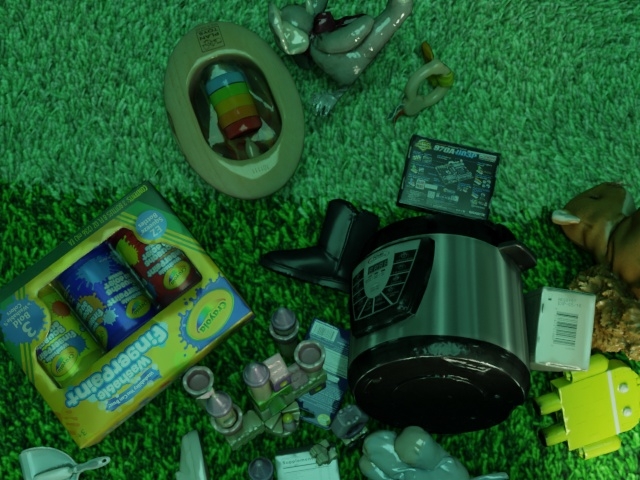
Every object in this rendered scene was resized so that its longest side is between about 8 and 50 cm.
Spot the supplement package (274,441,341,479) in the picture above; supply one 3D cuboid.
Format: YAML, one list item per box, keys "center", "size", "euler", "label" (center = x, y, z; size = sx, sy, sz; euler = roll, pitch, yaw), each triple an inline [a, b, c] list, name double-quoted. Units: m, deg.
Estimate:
- center: [-0.015, 0.574, 1.719]
  size: [0.139, 0.134, 0.243]
  euler: [-8, 80, -2]
  label: "supplement package"

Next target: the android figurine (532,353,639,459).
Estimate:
- center: [0.613, 0.367, 1.765]
  size: [0.273, 0.056, 0.248]
  euler: [-15, 108, -6]
  label: "android figurine"

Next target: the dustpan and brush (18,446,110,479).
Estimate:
- center: [-0.565, 0.515, 1.761]
  size: [0.211, 0.060, 0.147]
  euler: [-16, 81, -3]
  label: "dustpan and brush"

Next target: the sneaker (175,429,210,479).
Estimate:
- center: [-0.321, 0.572, 1.731]
  size: [0.169, 0.108, 0.292]
  euler: [-7, 82, -5]
  label: "sneaker"

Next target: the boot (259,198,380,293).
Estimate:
- center: [0.000, 0.000, 1.837]
  size: [0.247, 0.094, 0.207]
  euler: [16, 84, -5]
  label: "boot"

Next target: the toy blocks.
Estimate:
- center: [-0.096, 0.309, 1.615]
  size: [0.289, 0.260, 0.309]
  euler: [-31, 59, -17]
  label: "toy blocks"

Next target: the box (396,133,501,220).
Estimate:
- center: [0.306, -0.144, 1.889]
  size: [0.220, 0.051, 0.175]
  euler: [12, 80, 2]
  label: "box"

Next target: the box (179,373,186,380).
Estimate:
- center: [-0.413, 0.158, 1.817]
  size: [0.308, 0.076, 0.242]
  euler: [19, 80, 2]
  label: "box"

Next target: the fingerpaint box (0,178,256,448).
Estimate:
- center: [-0.424, 0.154, 1.694]
  size: [0.445, 0.163, 0.371]
  euler: [-38, 83, -7]
  label: "fingerpaint box"

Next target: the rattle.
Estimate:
- center: [0.213, -0.376, 1.922]
  size: [0.200, 0.130, 0.142]
  euler: [-44, 71, 19]
  label: "rattle"

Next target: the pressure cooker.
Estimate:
- center: [0.240, 0.150, 1.659]
  size: [0.370, 0.375, 0.420]
  euler: [7, 53, 0]
  label: "pressure cooker"

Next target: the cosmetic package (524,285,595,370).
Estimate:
- center: [0.478, 0.198, 1.702]
  size: [0.113, 0.309, 0.160]
  euler: [9, 81, 2]
  label: "cosmetic package"

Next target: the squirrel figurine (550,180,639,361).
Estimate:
- center: [0.659, 0.056, 1.711]
  size: [0.370, 0.281, 0.396]
  euler: [32, 96, 38]
  label: "squirrel figurine"

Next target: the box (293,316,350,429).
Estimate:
- center: [0.003, 0.305, 1.815]
  size: [0.137, 0.036, 0.225]
  euler: [23, 80, 4]
  label: "box"

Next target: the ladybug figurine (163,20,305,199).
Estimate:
- center: [-0.200, -0.300, 1.854]
  size: [0.305, 0.162, 0.449]
  euler: [-18, 81, -4]
  label: "ladybug figurine"

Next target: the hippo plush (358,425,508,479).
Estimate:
- center: [0.191, 0.550, 1.632]
  size: [0.294, 0.234, 0.236]
  euler: [34, 51, -21]
  label: "hippo plush"

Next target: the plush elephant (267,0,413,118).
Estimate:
- center: [0.009, -0.484, 1.831]
  size: [0.255, 0.272, 0.330]
  euler: [39, 92, -5]
  label: "plush elephant"
